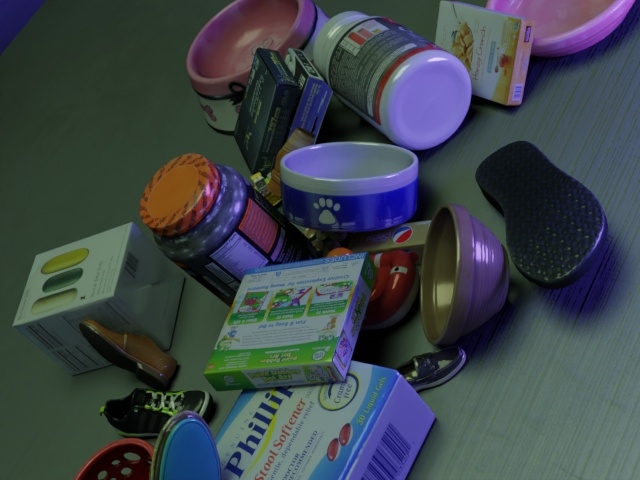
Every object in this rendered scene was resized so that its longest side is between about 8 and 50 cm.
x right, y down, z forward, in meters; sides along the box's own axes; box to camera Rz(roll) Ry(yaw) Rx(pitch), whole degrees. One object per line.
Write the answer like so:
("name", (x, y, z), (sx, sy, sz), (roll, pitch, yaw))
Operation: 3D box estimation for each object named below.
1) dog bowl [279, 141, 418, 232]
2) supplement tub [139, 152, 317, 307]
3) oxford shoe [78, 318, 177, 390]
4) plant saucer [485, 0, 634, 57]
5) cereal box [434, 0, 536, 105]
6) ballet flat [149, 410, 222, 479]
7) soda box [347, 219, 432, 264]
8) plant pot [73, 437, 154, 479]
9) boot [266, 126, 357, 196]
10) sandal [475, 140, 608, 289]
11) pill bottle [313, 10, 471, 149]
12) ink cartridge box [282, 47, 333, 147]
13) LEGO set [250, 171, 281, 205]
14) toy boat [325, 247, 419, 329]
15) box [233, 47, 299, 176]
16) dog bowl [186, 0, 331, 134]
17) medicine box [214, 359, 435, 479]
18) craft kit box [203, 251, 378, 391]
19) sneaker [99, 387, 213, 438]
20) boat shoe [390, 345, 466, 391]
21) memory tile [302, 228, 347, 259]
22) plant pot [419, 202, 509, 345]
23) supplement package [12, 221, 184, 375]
("dog bowl", (0.055, -0.107, 2.012), (0.264, 0.104, 0.265), (-1, 21, 0))
("supplement tub", (-0.173, -0.005, 1.991), (0.207, 0.338, 0.207), (-22, 47, 25))
("oxford shoe", (-0.382, 0.212, 2.091), (0.076, 0.212, 0.076), (-59, 4, -32))
("plant saucer", (0.506, -0.493, 2.164), (0.332, 0.084, 0.332), (-22, 41, 20))
("cereal box", (0.325, -0.386, 2.143), (0.047, 0.173, 0.240), (-8, 23, -36))
("ballet flat", (-0.209, 0.424, 1.647), (0.123, 0.349, 0.123), (-10, 14, 3))
("soda box", (0.142, 0.010, 1.968), (0.181, 0.061, 0.058), (-8, 48, 32))
("plant pot", (-0.306, 0.458, 1.784), (0.191, 0.174, 0.191), (-21, 42, 20))
("boot", (-0.005, -0.129, 2.197), (0.152, 0.197, 0.073), (-61, -6, 18))
("sandal", (0.392, -0.040, 1.814), (0.167, 0.107, 0.446), (-30, 27, 11))
("pill bottle", (0.137, -0.349, 2.203), (0.210, 0.210, 0.363), (-41, 40, -3))
("ink cartridge box", (-0.053, -0.289, 2.326), (0.208, 0.045, 0.206), (59, 137, 50))
("LEGO set", (-0.175, -0.111, 2.271), (0.286, 0.132, 0.107), (-19, 32, -12))
("toy boat", (0.061, 0.070, 1.900), (0.231, 0.151, 0.151), (-8, 48, 32))
("box", (-0.125, -0.288, 2.355), (0.183, 0.059, 0.233), (-118, 38, -50))
("dog bowl", (-0.153, -0.459, 2.579), (0.407, 0.150, 0.408), (-20, 42, 20))
("medicine box", (-0.009, 0.332, 1.701), (0.289, 0.149, 0.264), (7, 56, 40))
("craft kit box", (-0.047, 0.136, 1.772), (0.249, 0.061, 0.247), (-8, 38, 29))
("sneaker", (-0.317, 0.322, 1.985), (0.234, 0.097, 0.084), (-17, 44, 24))
("boat shoe", (0.169, 0.217, 1.756), (0.152, 0.049, 0.056), (-31, 39, 8))
("memory tile", (0.000, 0.000, 2.125), (0.113, 0.012, 0.148), (3, 55, 39))
("plant pot", (0.247, 0.061, 1.763), (0.109, 0.237, 0.237), (6, 44, -9))
("supplement package", (-0.460, 0.126, 2.204), (0.262, 0.198, 0.199), (-17, 44, 24))
